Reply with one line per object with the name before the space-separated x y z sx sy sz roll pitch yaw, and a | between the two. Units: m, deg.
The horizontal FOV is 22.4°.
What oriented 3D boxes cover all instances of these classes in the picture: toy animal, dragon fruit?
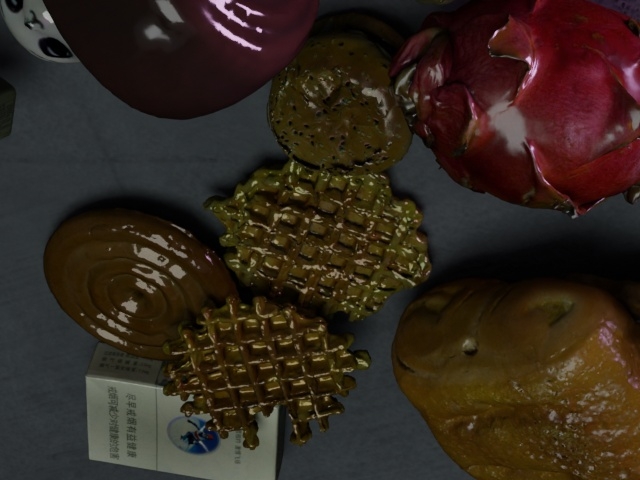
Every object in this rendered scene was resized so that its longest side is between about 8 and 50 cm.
toy animal | -0.246 -0.254 1.687 0.179 0.138 0.166 -25 105 22
dragon fruit | 0.224 -0.140 1.616 0.315 0.250 0.250 32 128 -13

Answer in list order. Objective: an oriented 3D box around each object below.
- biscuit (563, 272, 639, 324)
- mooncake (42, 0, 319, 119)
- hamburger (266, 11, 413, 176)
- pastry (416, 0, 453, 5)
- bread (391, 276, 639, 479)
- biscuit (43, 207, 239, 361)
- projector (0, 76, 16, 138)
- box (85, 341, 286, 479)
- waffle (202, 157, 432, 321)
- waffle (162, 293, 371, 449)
biscuit | 0.399 0.144 1.871 0.273 0.049 0.257 17 149 26
mooncake | -0.138 -0.289 1.522 0.174 0.326 0.334 -25 98 28
hamburger | 0.019 -0.150 1.722 0.185 0.113 0.177 22 136 8
pastry | 0.118 -0.380 1.507 0.330 0.136 0.329 6 130 7
bread | 0.264 0.194 1.880 0.328 0.148 0.337 -1 136 47
biscuit | -0.223 0.062 1.991 0.262 0.037 0.262 12 137 12
projector | -0.475 -0.161 1.770 0.269 0.193 0.088 22 119 20
box | -0.176 0.231 2.126 0.256 0.069 0.164 9 130 5
waffle | 0.000 -0.001 1.907 0.254 0.052 0.245 -20 122 24
waffle | -0.074 0.159 1.973 0.232 0.051 0.228 31 124 -16
